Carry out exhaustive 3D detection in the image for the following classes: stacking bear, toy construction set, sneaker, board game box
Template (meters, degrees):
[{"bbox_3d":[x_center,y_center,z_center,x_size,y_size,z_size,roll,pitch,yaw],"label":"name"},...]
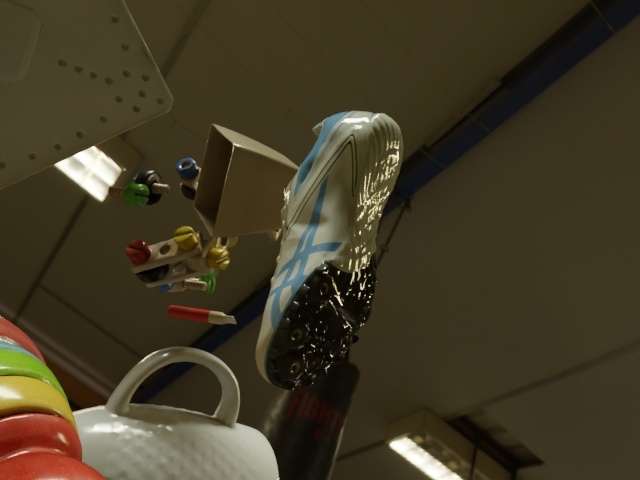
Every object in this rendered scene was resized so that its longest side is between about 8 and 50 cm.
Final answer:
[{"bbox_3d":[-0.260,0.174,0.433,0.289,0.175,0.164,23,-41,37],"label":"stacking bear"},{"bbox_3d":[-0.178,0.013,0.989,0.237,0.257,0.308,7,-62,16],"label":"toy construction set"},{"bbox_3d":[0.000,0.000,0.429,0.086,0.237,0.085,-1,-34,35],"label":"sneaker"},{"bbox_3d":[-0.477,-0.294,0.806,0.050,0.390,0.390,15,-47,60],"label":"board game box"}]

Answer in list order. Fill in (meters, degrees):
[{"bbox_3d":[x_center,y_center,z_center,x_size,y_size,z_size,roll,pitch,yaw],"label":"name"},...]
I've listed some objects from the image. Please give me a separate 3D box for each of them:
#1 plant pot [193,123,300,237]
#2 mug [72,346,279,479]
[{"bbox_3d":[-0.084,-0.066,0.662,0.096,0.109,0.109,8,-70,-27],"label":"plant pot"},{"bbox_3d":[-0.259,0.353,0.881,0.328,0.374,0.276,30,-14,-34],"label":"mug"}]
